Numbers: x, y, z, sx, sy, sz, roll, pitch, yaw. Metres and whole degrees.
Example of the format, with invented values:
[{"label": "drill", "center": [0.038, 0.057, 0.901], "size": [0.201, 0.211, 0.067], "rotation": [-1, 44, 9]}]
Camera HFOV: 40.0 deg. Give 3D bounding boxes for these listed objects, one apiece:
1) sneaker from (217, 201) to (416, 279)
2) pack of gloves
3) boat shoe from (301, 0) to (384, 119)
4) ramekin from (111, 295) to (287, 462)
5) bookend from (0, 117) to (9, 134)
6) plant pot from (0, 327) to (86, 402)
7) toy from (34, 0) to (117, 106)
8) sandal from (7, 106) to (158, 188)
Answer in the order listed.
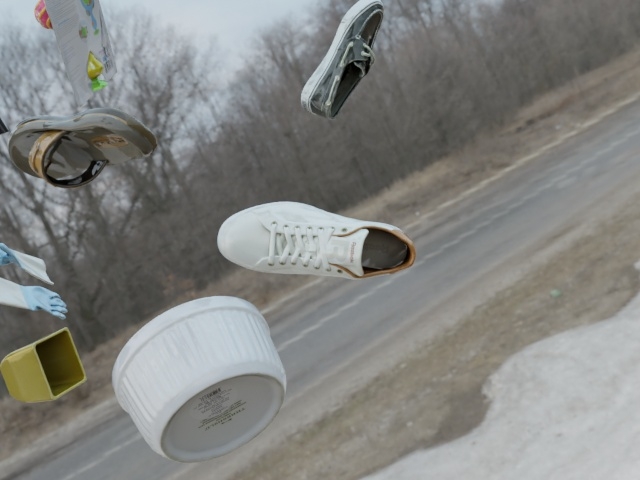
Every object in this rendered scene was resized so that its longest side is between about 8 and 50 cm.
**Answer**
[{"label": "sneaker", "center": [0.000, 0.000, 1.264], "size": [0.290, 0.106, 0.123], "rotation": [2, 4, -11]}, {"label": "pack of gloves", "center": [-0.635, 0.072, 1.896], "size": [0.046, 0.195, 0.232], "rotation": [-42, -28, 9]}, {"label": "boat shoe", "center": [0.054, -0.296, 1.443], "size": [0.219, 0.070, 0.078], "rotation": [-60, -34, -1]}, {"label": "ramekin", "center": [-0.140, 0.179, 1.078], "size": [0.207, 0.109, 0.207], "rotation": [-21, -40, -18]}, {"label": "bookend", "center": [-0.680, -0.171, 1.637], "size": [0.157, 0.072, 0.156], "rotation": [-20, 36, 4]}, {"label": "plant pot", "center": [-0.390, 0.178, 1.211], "size": [0.083, 0.081, 0.081], "rotation": [-18, 5, 22]}, {"label": "toy", "center": [-0.358, -0.320, 1.223], "size": [0.056, 0.237, 0.137], "rotation": [-4, 31, 16]}, {"label": "sandal", "center": [-0.251, -0.083, 0.895], "size": [0.219, 0.090, 0.060], "rotation": [-1, 64, 39]}]
